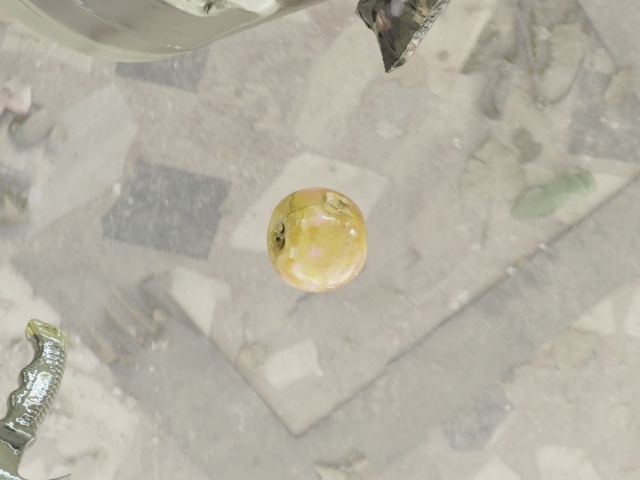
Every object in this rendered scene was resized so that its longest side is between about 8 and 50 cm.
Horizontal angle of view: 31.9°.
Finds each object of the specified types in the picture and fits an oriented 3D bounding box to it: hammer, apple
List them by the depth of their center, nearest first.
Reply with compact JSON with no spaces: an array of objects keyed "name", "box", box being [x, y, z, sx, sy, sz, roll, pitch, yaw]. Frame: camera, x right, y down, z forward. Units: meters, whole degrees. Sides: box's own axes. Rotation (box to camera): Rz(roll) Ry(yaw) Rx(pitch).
[{"name":"hammer","box":[-0.359,0.203,1.364,0.159,0.226,0.041,24,140,-13]},{"name":"apple","box":[0.000,0.000,1.472,0.146,0.146,0.146,-3,108,-10]}]

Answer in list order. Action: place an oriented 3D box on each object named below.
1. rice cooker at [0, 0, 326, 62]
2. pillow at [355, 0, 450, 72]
[{"name":"rice cooker","box":[-0.101,-0.295,0.783,0.335,0.325,0.335,5,83,-42]},{"name":"pillow","box":[0.092,-0.246,1.107,0.090,0.048,0.150,50,131,14]}]
